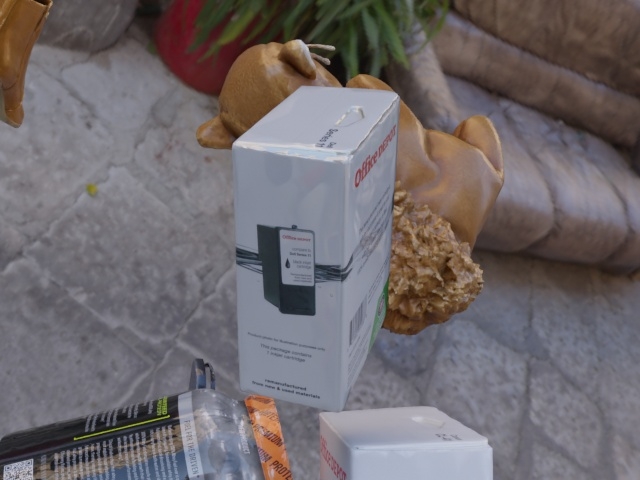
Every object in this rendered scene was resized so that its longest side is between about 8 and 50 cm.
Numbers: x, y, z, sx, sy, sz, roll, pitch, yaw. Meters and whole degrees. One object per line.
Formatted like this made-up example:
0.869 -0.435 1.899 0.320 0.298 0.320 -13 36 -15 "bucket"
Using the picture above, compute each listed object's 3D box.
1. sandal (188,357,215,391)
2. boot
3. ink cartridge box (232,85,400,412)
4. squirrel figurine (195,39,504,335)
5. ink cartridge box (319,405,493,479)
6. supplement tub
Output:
-0.234 0.281 1.695 0.055 0.254 0.097 8 87 -8 "sandal"
-0.487 -0.295 1.351 0.104 0.211 0.295 30 2 -10 "boot"
0.000 0.000 0.654 0.087 0.208 0.153 10 28 15 "ink cartridge box"
0.034 -0.078 1.069 0.370 0.281 0.397 39 32 -32 "squirrel figurine"
0.072 0.325 0.793 0.131 0.226 0.306 -1 87 -8 "ink cartridge box"
-0.185 0.261 0.844 0.316 0.193 0.193 -13 56 -6 "supplement tub"
